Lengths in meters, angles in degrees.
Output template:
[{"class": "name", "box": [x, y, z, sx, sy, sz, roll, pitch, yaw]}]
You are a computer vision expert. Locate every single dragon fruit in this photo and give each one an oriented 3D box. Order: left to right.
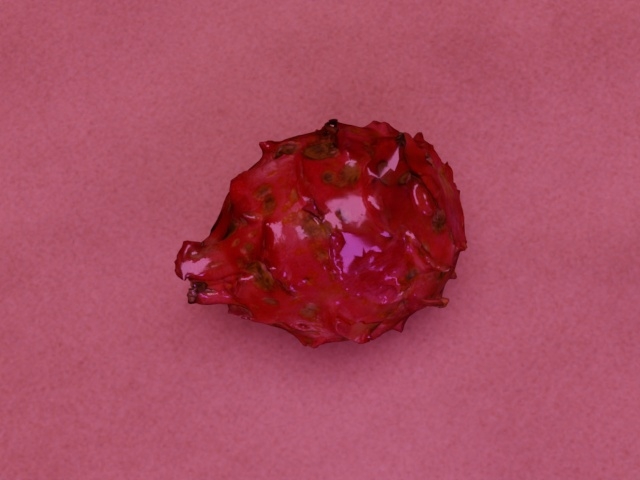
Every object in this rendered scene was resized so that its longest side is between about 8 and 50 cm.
[{"class": "dragon fruit", "box": [0.000, 0.000, 1.764, 0.268, 0.210, 0.205, -18, 96, -6]}]
